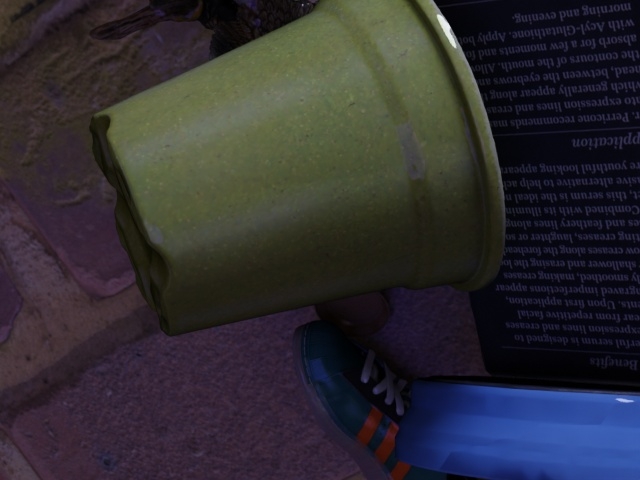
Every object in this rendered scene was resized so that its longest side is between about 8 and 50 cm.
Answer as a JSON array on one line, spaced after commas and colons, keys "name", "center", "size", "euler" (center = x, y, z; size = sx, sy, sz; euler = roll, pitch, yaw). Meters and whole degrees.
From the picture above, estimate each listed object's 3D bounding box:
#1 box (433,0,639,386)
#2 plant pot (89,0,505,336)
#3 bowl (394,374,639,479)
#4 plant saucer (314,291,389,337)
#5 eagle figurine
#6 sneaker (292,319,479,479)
[{"name": "box", "center": [0.254, -0.117, 1.091], "size": [0.212, 0.293, 0.396], "euler": [0, 114, 37]}, {"name": "plant pot", "center": [-0.033, -0.051, 1.018], "size": [0.253, 0.276, 0.276], "euler": [-19, 109, -13]}, {"name": "bowl", "center": [0.261, 0.165, 1.151], "size": [0.391, 0.391, 0.077], "euler": [1, 86, 17]}, {"name": "plant saucer", "center": [0.035, 0.069, 1.411], "size": [0.083, 0.015, 0.083], "euler": [8, 130, 10]}, {"name": "eagle figurine", "center": [-0.034, -0.135, 1.221], "size": [0.226, 0.225, 0.298], "euler": [-38, 68, 17]}, {"name": "sneaker", "center": [0.088, 0.195, 1.411], "size": [0.121, 0.108, 0.302], "euler": [-26, 111, 24]}]
